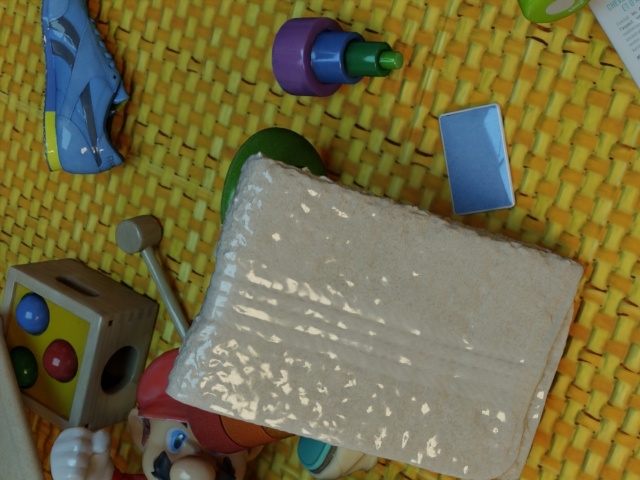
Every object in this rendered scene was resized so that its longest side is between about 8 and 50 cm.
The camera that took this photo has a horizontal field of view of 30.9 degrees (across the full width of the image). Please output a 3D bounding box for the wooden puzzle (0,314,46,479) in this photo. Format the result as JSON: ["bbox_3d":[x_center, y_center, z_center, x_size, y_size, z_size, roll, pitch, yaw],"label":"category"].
[{"bbox_3d":[-0.392,0.273,1.050,0.322,0.080,0.348,-29,62,15],"label":"wooden puzzle"}]

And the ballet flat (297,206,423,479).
[{"bbox_3d":[0.057,0.089,0.946,0.086,0.086,0.249,33,112,25],"label":"ballet flat"}]

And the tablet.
[{"bbox_3d":[0.125,-0.064,0.924,0.054,0.006,0.083,-9,91,33],"label":"tablet"}]

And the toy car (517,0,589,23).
[{"bbox_3d":[0.178,-0.256,0.726,0.188,0.149,0.155,-24,72,21],"label":"toy car"}]

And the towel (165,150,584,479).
[{"bbox_3d":[0.047,0.062,0.847,0.049,0.282,0.187,-161,89,-73],"label":"towel"}]

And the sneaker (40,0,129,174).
[{"bbox_3d":[-0.223,-0.166,1.111,0.082,0.069,0.209,-4,83,0],"label":"sneaker"}]

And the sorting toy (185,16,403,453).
[{"bbox_3d":[0.000,0.000,0.925,0.126,0.127,0.366,8,84,36],"label":"sorting toy"}]

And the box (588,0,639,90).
[{"bbox_3d":[0.227,-0.208,0.811,0.100,0.060,0.244,-34,77,31],"label":"box"}]

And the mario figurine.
[{"bbox_3d":[-0.121,0.249,1.011,0.170,0.198,0.321,21,111,44],"label":"mario figurine"}]

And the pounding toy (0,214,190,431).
[{"bbox_3d":[-0.214,0.075,1.104,0.181,0.094,0.206,24,108,28],"label":"pounding toy"}]
